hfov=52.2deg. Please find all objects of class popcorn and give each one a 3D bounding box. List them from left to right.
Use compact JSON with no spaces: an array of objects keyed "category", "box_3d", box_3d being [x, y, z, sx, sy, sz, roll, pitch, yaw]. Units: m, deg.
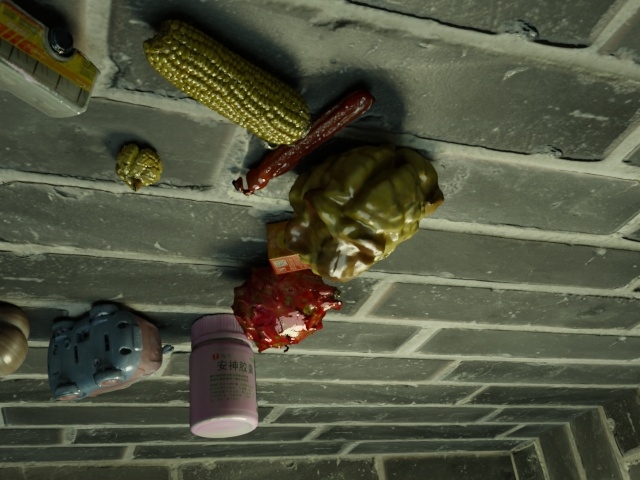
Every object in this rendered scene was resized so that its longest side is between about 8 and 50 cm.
[{"category":"popcorn","box_3d":[-0.324,-0.121,1.157,0.084,0.084,0.084,-5,148,-3]},{"category":"popcorn","box_3d":[0.085,-0.069,1.213,0.332,0.225,0.265,-22,164,-17]}]

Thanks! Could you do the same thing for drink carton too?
[{"category":"drink carton","box_3d":[0.000,0.000,1.400,0.223,0.096,0.071,-11,148,6]}]

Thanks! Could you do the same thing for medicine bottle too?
[{"category":"medicine bottle","box_3d":[-0.260,0.360,1.742,0.178,0.290,0.178,-5,148,-3]}]

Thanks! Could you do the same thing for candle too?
[{"category":"candle","box_3d":[-0.032,-0.171,1.167,0.329,0.048,0.051,-31,-178,34]}]

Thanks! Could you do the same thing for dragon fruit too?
[{"category":"dragon fruit","box_3d":[-0.077,0.143,1.525,0.268,0.210,0.205,-14,120,17]}]

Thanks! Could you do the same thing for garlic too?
[{"category":"garlic","box_3d":[-0.780,0.257,1.553,0.160,0.214,0.191,-16,138,-5]}]

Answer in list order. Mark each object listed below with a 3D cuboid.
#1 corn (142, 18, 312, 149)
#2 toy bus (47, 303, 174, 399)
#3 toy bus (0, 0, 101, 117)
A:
[{"category":"corn","box_3d":[-0.137,-0.236,0.995,0.293,0.106,0.106,27,135,-36]},{"category":"toy bus","box_3d":[-0.547,0.300,1.699,0.294,0.197,0.232,-24,155,22]},{"category":"toy bus","box_3d":[-0.417,-0.261,0.852,0.092,0.106,0.268,2,161,29]}]
